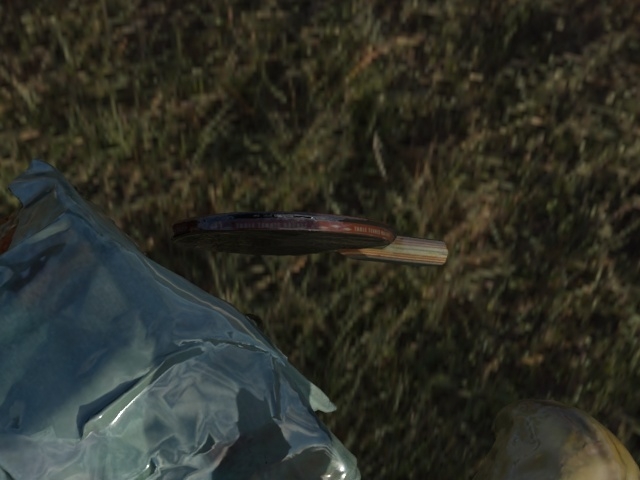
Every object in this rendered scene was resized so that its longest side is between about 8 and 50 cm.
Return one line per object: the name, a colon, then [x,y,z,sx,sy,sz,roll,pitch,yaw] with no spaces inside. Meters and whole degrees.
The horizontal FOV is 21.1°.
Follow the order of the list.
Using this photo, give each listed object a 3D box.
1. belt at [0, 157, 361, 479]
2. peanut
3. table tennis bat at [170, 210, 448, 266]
belt: [-0.093,0.076,0.795,0.150,0.257,0.207,-44,90,-5]
peanut: [0.080,0.141,0.596,0.080,0.080,0.174,2,99,0]
table tennis bat: [0.000,0.000,1.138,0.220,0.130,0.019,7,80,-43]
